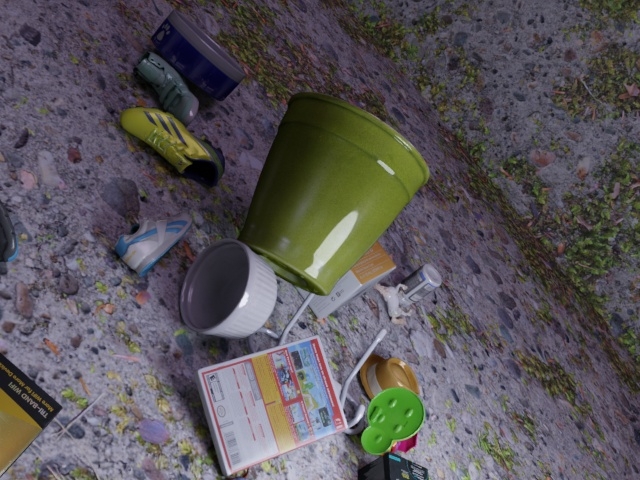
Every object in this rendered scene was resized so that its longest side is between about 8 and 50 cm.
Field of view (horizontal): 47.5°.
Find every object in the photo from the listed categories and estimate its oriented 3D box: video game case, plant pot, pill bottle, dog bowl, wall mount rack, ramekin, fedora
[{"bbox_3d":[-0.092,0.317,1.435,0.285,0.025,0.203,-11,78,-35],"label":"video game case"},{"bbox_3d":[-0.002,-0.080,1.628,0.367,0.366,0.352,36,77,-21],"label":"plant pot"},{"bbox_3d":[0.282,0.135,2.138,0.078,0.137,0.078,32,35,-26],"label":"pill bottle"},{"bbox_3d":[-0.340,-0.515,2.037,0.265,0.104,0.265,42,10,-9],"label":"dog bowl"},{"bbox_3d":[0.014,0.263,1.661,0.350,0.130,0.304,41,31,-13],"label":"wall mount rack"},{"bbox_3d":[-0.185,0.109,1.521,0.109,0.207,0.207,31,34,-42],"label":"ramekin"},{"bbox_3d":[0.187,0.357,1.824,0.194,0.079,0.194,32,35,-26],"label":"fedora"}]

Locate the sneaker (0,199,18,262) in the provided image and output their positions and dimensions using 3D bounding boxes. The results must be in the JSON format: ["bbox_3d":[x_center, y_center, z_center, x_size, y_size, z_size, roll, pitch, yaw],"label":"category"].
[{"bbox_3d":[-0.661,-0.082,1.247,0.340,0.125,0.140,50,58,-3],"label":"sneaker"}]

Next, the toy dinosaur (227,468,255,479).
[{"bbox_3d":[-0.164,0.453,1.333,0.082,0.047,0.090,21,6,-24],"label":"toy dinosaur"}]

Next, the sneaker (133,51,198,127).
[{"bbox_3d":[-0.412,-0.394,1.897,0.151,0.094,0.255,27,26,-41],"label":"sneaker"}]

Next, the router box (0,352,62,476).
[{"bbox_3d":[-0.562,0.227,1.021,0.309,0.081,0.243,44,31,-8],"label":"router box"}]

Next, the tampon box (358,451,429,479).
[{"bbox_3d":[0.159,0.556,1.541,0.120,0.101,0.161,32,35,-25],"label":"tampon box"}]

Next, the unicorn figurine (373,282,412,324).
[{"bbox_3d":[0.204,0.165,2.078,0.111,0.060,0.161,-4,63,-42],"label":"unicorn figurine"}]

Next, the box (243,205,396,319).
[{"bbox_3d":[0.000,0.000,1.903,0.345,0.168,0.215,53,31,9],"label":"box"}]

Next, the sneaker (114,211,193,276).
[{"bbox_3d":[-0.351,-0.016,1.559,0.092,0.087,0.228,43,29,-5],"label":"sneaker"}]

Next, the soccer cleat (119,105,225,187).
[{"bbox_3d":[-0.359,-0.229,1.786,0.289,0.093,0.121,29,42,-28],"label":"soccer cleat"}]

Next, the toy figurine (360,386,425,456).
[{"bbox_3d":[0.169,0.448,1.663,0.130,0.159,0.173,24,60,31],"label":"toy figurine"}]
